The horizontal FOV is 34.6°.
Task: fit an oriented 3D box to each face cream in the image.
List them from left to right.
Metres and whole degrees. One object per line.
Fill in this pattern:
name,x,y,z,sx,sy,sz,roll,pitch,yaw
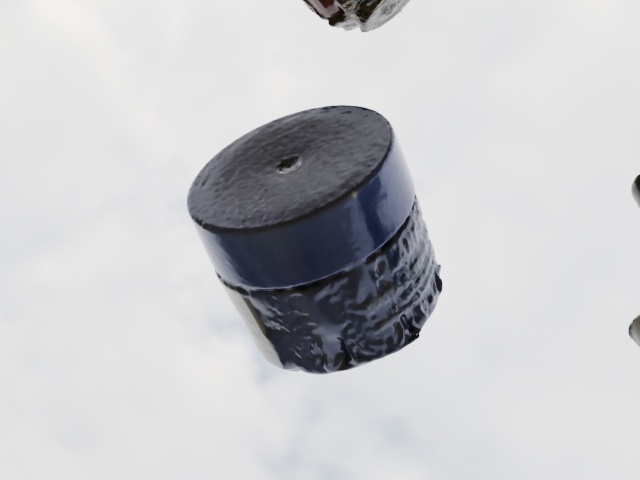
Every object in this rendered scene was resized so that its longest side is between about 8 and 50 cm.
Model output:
face cream,0.000,0.000,1.185,0.249,0.225,0.249,-16,-146,11

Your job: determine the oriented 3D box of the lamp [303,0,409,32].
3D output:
lamp,0.015,-0.423,1.461,0.177,0.177,0.274,-43,-102,7

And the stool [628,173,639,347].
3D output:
stool,0.481,0.076,1.089,0.311,0.310,0.226,-9,-141,4
